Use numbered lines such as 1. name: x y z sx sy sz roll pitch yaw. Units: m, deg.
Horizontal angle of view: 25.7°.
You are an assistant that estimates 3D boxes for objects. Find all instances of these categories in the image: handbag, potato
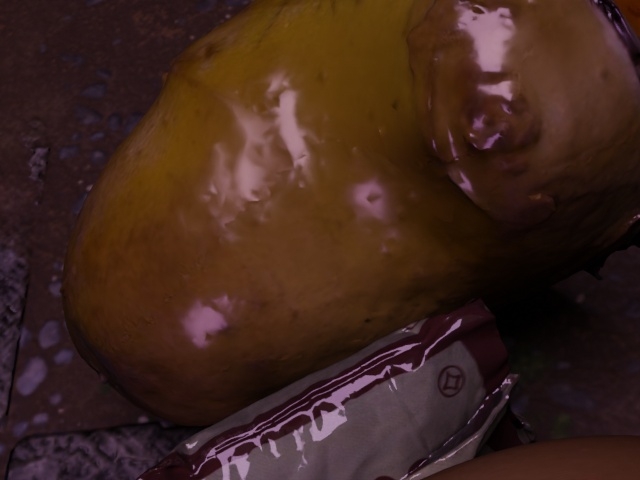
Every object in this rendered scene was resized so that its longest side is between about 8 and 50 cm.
1. handbag: 0.024 0.155 0.846 0.235 0.213 0.127 -24 42 0
2. potato: 0.000 0.000 0.893 0.296 0.290 0.397 -44 23 -19

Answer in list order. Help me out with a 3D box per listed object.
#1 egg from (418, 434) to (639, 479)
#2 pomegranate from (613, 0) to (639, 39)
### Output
1. egg: 0.129 0.248 0.685 0.374 0.301 0.301 -8 54 -8
2. pomegranate: 0.303 -0.198 0.975 0.264 0.264 0.264 -9 56 13
